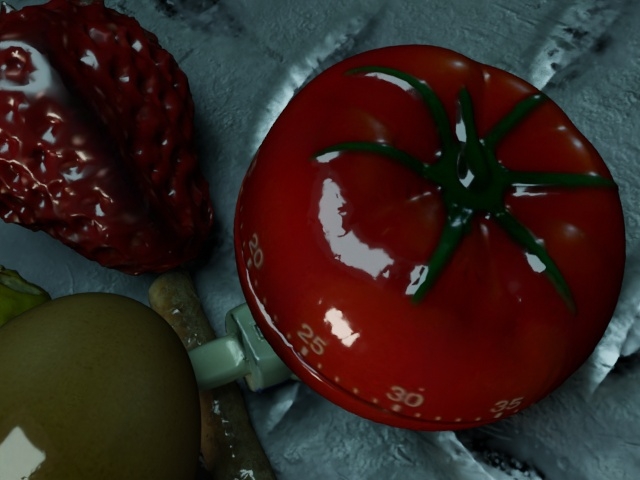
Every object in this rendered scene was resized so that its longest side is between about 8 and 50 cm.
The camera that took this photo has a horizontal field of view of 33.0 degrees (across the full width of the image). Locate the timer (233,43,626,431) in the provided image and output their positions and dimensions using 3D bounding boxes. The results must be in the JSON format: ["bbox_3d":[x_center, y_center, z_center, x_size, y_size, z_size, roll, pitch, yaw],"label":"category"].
[{"bbox_3d":[0.104,0.000,1.060,0.378,0.279,0.378,9,56,-14],"label":"timer"}]

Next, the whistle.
[{"bbox_3d":[-0.051,0.110,1.174,0.244,0.092,0.110,-21,66,-20],"label":"whistle"}]

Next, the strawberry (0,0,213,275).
[{"bbox_3d":[-0.276,-0.102,1.269,0.295,0.317,0.345,-31,86,2],"label":"strawberry"}]

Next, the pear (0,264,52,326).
[{"bbox_3d":[-0.416,0.168,1.186,0.269,0.269,0.321,4,65,19],"label":"pear"}]

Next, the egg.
[{"bbox_3d":[-0.236,0.192,1.006,0.250,0.250,0.322,8,50,20],"label":"egg"}]

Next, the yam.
[{"bbox_3d":[-0.126,0.160,1.209,0.066,0.066,0.299,-27,61,4],"label":"yam"}]
